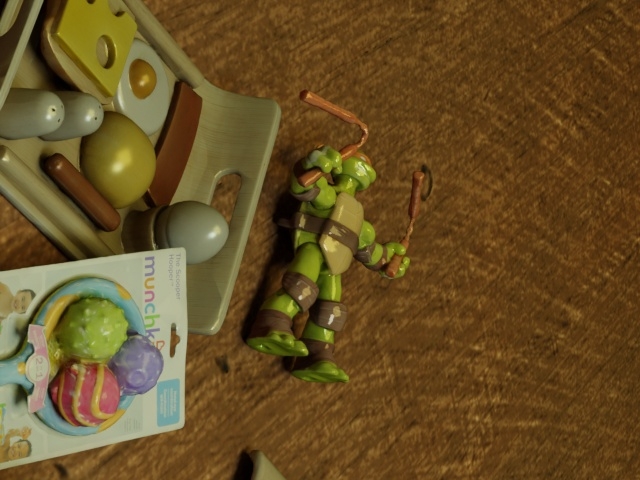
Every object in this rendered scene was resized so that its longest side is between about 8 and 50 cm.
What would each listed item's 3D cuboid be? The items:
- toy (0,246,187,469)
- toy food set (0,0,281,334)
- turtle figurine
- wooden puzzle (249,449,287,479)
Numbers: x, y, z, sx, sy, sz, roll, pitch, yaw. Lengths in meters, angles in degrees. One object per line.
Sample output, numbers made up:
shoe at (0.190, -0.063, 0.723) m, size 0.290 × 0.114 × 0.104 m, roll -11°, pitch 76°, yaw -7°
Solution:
toy at (-0.167, 0.086, 1.346) m, size 0.237 × 0.056 × 0.136 m, roll -7°, pitch 103°, yaw -44°
toy food set at (-0.133, -0.096, 1.445) m, size 0.306 × 0.092 × 0.219 m, roll 51°, pitch 46°, yaw -48°
turtle figurine at (0.000, 0.000, 1.685) m, size 0.269 × 0.087 × 0.217 m, roll 51°, pitch 52°, yaw -59°
wooden puzzle at (-0.036, 0.328, 1.648) m, size 0.221 × 0.044 × 0.238 m, roll 54°, pitch 39°, yaw -45°
